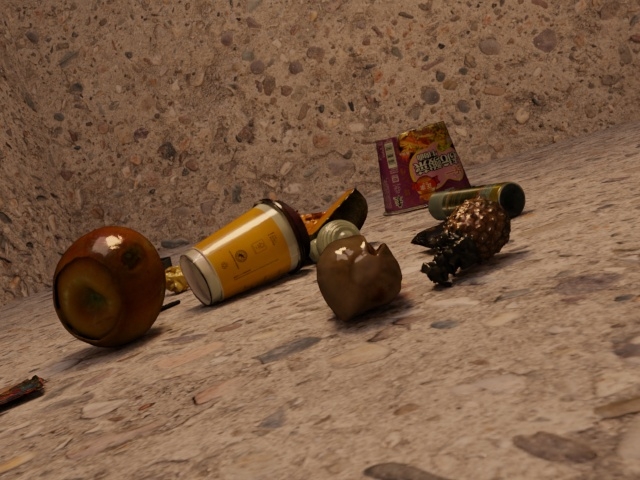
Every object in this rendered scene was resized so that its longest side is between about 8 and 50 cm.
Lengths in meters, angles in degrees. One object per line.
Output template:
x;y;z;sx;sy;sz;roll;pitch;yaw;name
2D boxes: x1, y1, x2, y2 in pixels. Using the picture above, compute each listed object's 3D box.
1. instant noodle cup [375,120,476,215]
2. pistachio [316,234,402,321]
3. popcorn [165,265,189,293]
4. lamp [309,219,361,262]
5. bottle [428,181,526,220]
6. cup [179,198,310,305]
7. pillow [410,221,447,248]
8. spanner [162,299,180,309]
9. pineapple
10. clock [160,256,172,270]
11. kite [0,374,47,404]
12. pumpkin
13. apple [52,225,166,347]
0.349;-0.260;2.170;0.340;0.266;0.340;-16;5;2;instant noodle cup
0.054;0.055;0.944;0.129;0.131;0.206;28;0;-2;pistachio
-0.406;0.118;1.751;0.084;0.084;0.084;-16;7;2;popcorn
0.029;0.013;1.436;0.106;0.106;0.193;-19;-3;-20;lamp
0.368;-0.090;1.493;0.082;0.082;0.286;-19;8;-22;bottle
-0.174;0.030;1.433;0.280;0.196;0.196;-30;12;-28;cup
0.263;-0.013;1.255;0.150;0.048;0.090;-13;14;-8;pillow
-0.423;0.180;1.481;0.046;0.012;0.208;-12;8;42;spanner
0.226;0.008;0.996;0.198;0.108;0.108;-38;18;-35;pineapple
-0.715;0.137;2.331;0.319;0.066;0.319;-16;7;2;clock
-0.530;0.265;1.038;0.183;0.014;0.241;-18;6;9;kite
0.000;0.000;1.617;0.312;0.148;0.169;-24;37;45;pumpkin
-0.417;0.095;1.226;0.237;0.237;0.207;-15;25;9;apple
